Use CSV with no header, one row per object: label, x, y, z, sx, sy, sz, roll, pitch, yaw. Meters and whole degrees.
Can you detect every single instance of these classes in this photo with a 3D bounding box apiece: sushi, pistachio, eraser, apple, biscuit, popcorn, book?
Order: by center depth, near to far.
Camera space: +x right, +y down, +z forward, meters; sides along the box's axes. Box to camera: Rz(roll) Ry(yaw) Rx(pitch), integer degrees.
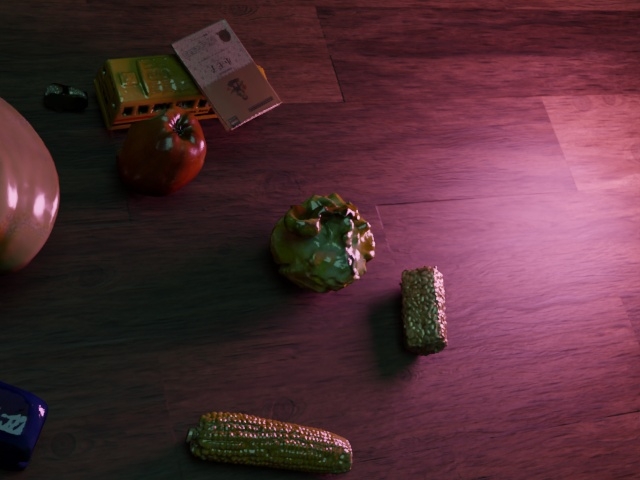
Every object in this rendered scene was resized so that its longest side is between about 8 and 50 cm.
eraser,-0.579,0.237,1.554,0.332,0.155,0.101,22,56,-9
pistachio,-0.629,-0.095,1.663,0.445,0.281,0.365,31,65,13
apple,-0.283,-0.158,1.883,0.156,0.158,0.147,-2,75,-34
popcorn,0.000,0.000,1.897,0.198,0.212,0.198,-8,53,11
sushi,-0.476,-0.268,1.949,0.083,0.044,0.046,8,39,-20
book,-0.177,-0.313,1.956,0.138,0.016,0.198,-34,88,-34
biscuit,0.195,0.133,1.967,0.070,0.082,0.168,42,40,-54

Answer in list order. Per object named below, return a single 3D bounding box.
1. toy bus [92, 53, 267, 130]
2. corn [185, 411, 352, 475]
toy bus,-0.254,-0.293,1.992,0.336,0.123,0.121,-11,70,-27
corn,-0.083,0.340,1.741,0.288,0.086,0.086,12,59,-16
